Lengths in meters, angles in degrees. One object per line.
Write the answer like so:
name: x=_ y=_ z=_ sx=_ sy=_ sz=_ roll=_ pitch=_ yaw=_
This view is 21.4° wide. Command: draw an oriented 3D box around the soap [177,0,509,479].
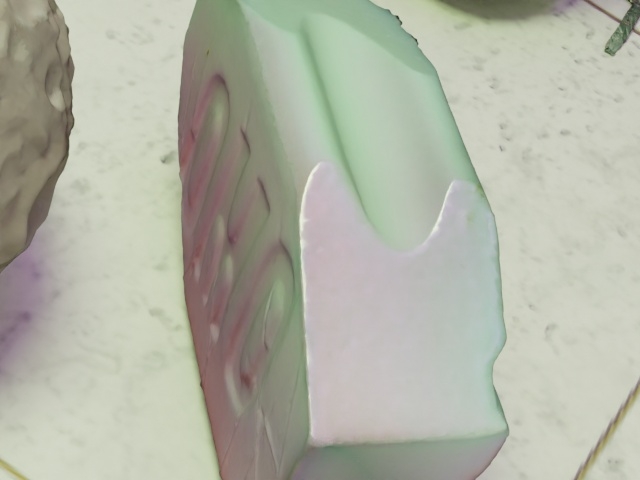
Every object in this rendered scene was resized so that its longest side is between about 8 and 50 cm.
soap: x=0.000 y=0.000 z=0.897 sx=0.109 sy=0.193 sz=0.324 roll=4 pitch=45 yaw=-20

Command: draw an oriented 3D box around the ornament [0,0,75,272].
ornament: x=-0.248 y=-0.064 z=0.828 sx=0.259 sy=0.225 sz=0.259 roll=12 pitch=44 yaw=-13

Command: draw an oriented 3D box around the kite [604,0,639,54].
kite: x=0.247 y=-0.185 z=1.331 sx=0.137 sy=0.005 sz=0.152 roll=36 pitch=44 yaw=17
